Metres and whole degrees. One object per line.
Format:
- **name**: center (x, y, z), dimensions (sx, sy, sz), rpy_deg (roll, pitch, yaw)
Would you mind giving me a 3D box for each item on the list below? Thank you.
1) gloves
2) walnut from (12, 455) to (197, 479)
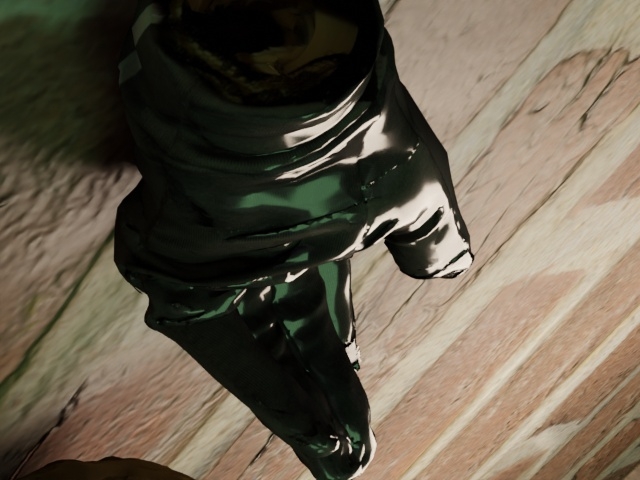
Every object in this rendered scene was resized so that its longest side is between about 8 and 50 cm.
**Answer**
- **gloves**: center (-0.005, -0.010, 0.573), dimensions (0.142, 0.119, 0.285), rpy_deg (-23, 143, -11)
- **walnut**: center (-0.118, 0.207, 0.724), dimensions (0.245, 0.198, 0.198), rpy_deg (-43, 160, 1)
